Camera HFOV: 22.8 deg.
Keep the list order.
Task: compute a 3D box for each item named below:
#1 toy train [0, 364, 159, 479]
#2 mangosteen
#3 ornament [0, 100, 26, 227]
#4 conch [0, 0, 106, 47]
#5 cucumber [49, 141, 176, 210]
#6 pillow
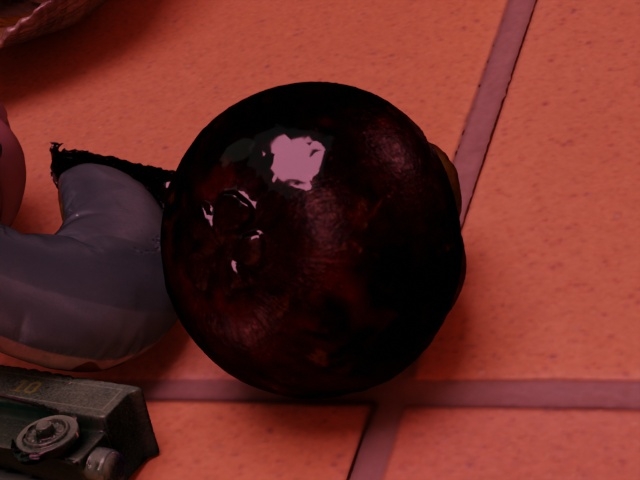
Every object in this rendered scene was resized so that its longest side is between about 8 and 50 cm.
[{"bbox_3d":[-0.187,0.124,1.010,0.172,0.070,0.099,6,33,29],"label":"toy train"},{"bbox_3d":[0.000,0.000,0.988,0.209,0.210,0.210,-12,37,9],"label":"mangosteen"},{"bbox_3d":[-0.315,-0.045,1.203,0.177,0.177,0.177,-12,37,9],"label":"ornament"},{"bbox_3d":[-0.275,-0.295,1.485,0.297,0.210,0.352,5,76,27],"label":"conch"},{"bbox_3d":[-0.147,-0.040,1.216,0.181,0.053,0.053,18,50,40],"label":"cucumber"},{"bbox_3d":[-0.196,-0.006,1.069,0.233,0.086,0.214,19,36,-14],"label":"pillow"}]
